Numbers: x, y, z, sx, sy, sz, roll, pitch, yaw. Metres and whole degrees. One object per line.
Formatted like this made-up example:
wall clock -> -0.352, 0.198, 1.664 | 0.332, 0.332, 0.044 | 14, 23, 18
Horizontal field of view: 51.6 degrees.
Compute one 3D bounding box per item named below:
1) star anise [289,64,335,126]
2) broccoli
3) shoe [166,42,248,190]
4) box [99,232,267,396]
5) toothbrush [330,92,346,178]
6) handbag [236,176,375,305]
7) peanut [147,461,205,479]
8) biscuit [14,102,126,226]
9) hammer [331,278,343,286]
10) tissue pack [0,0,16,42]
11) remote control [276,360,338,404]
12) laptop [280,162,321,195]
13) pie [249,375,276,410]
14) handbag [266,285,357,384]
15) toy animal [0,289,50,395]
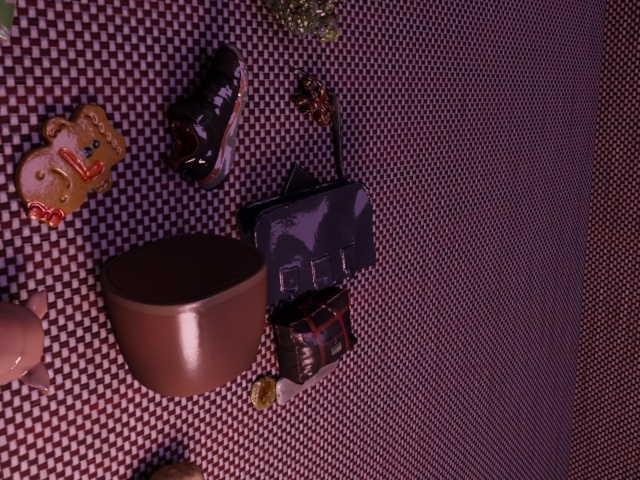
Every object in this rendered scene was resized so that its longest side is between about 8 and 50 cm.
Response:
star anise -> -0.023, -0.344, 1.536 | 0.191, 0.070, 0.097 | 31, 77, -44
broccoli -> 0.001, -0.561, 1.389 | 0.243, 0.247, 0.262 | -43, 105, -40
shoe -> -0.233, -0.248, 1.300 | 0.137, 0.114, 0.290 | 10, 94, -43
box -> -0.245, 0.136, 1.249 | 0.301, 0.301, 0.216 | -27, 125, -41
toothbrush -> 0.047, -0.220, 1.666 | 0.031, 0.030, 0.297 | -17, 111, -34
handbag -> -0.026, 0.012, 1.544 | 0.326, 0.118, 0.268 | -18, 111, -29
peanut -> -0.335, 0.565, 1.348 | 0.137, 0.122, 0.253 | 40, 73, -35
biscuit -> -0.436, -0.131, 1.151 | 0.225, 0.036, 0.166 | -52, 133, -27
hammer -> 0.000, 0.000, 1.646 | 0.058, 0.029, 0.292 | -39, 128, -29
tissue pack -> -0.499, -0.415, 0.936 | 0.159, 0.145, 0.229 | 9, 92, -49
remote control -> -0.026, 0.344, 1.691 | 0.229, 0.044, 0.073 | -25, 122, -45
laptop -> -0.032, -0.092, 1.616 | 0.180, 0.016, 0.129 | 35, 72, -45
pie -> -0.137, 0.367, 1.594 | 0.084, 0.020, 0.084 | -12, 106, -46
handbag -> -0.018, 0.216, 1.592 | 0.215, 0.155, 0.169 | -31, 116, -36
toy animal -> -0.540, 0.152, 1.007 | 0.250, 0.154, 0.166 | 10, 83, -51
